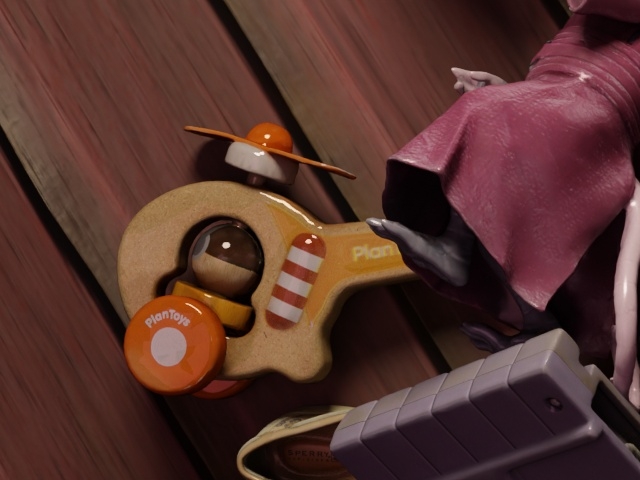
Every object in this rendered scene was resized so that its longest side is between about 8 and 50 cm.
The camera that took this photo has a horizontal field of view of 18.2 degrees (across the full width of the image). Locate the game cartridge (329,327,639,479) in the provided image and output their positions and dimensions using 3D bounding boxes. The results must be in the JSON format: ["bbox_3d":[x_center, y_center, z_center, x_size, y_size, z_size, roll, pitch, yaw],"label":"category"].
[{"bbox_3d":[0.194,0.232,1.489,0.230,0.068,0.355,-28,114,38],"label":"game cartridge"}]

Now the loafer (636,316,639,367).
[{"bbox_3d":[0.299,0.148,1.546,0.076,0.078,0.223,-9,108,36],"label":"loafer"}]

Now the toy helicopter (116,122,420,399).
[{"bbox_3d":[0.000,0.000,1.662,0.355,0.140,0.235,-8,82,14],"label":"toy helicopter"}]

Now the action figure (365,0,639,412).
[{"bbox_3d":[0.202,-0.103,1.465,0.276,0.248,0.370,31,73,19],"label":"action figure"}]

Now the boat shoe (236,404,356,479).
[{"bbox_3d":[0.072,0.179,1.642,0.285,0.089,0.104,-9,90,24],"label":"boat shoe"}]
